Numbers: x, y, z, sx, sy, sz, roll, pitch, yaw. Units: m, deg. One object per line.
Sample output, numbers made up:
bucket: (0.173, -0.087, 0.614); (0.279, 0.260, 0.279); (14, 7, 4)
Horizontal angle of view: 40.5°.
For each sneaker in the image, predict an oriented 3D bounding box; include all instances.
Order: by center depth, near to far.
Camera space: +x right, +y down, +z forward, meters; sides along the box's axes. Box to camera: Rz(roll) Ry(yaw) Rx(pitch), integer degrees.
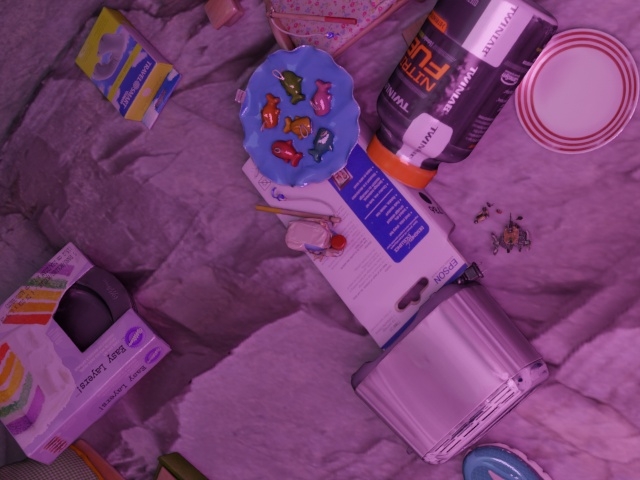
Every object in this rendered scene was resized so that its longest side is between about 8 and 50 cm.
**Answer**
sneaker: (0.229, 0.358, 0.961); (0.107, 0.110, 0.275); (-29, 74, 30)

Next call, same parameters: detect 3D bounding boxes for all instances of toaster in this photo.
toaster: (0.157, 0.150, 1.003); (0.227, 0.129, 0.146); (-48, 69, 21)

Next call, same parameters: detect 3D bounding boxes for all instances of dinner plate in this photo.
dinner plate: (0.289, -0.167, 0.981); (0.141, 0.017, 0.141); (-1, 88, 34)

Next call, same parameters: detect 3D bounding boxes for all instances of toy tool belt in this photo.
toy tool belt: (0.000, 0.000, 1.085); (0.083, 0.051, 0.052); (12, 81, 21)

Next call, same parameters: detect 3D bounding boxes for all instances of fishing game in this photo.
fishing game: (-0.036, -0.157, 1.099); (0.189, 0.041, 0.263); (15, 104, 32)

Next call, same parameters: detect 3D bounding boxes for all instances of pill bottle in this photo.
pill bottle: (0.151, -0.180, 1.001); (0.130, 0.130, 0.245); (44, 115, 26)

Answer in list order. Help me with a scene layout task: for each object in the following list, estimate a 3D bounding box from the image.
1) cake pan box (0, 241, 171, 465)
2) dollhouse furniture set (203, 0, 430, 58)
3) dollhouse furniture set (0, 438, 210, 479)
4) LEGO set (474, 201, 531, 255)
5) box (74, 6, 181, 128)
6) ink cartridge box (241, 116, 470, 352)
cake pan box: (-0.397, 0.165, 1.338); (0.267, 0.070, 0.246); (-43, 64, -8)
dollhouse furniture set: (-0.060, -0.320, 1.119); (0.303, 0.174, 0.355); (-34, 71, 29)
dollhouse furniture set: (-0.340, 0.362, 1.282); (0.302, 0.198, 0.151); (32, 109, 29)
LEGO set: (0.221, -0.011, 1.026); (0.054, 0.023, 0.083); (-40, 56, 24)
box: (-0.304, -0.269, 1.357); (0.178, 0.042, 0.109); (46, 114, 26)
ink cartridge box: (0.047, -0.035, 1.112); (0.165, 0.065, 0.332); (-48, 64, 24)
